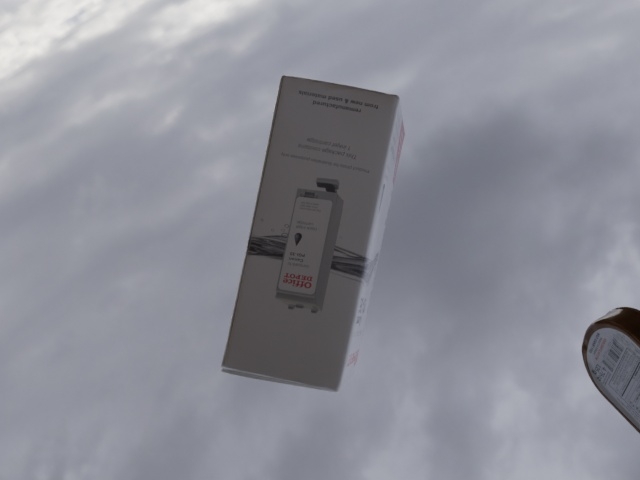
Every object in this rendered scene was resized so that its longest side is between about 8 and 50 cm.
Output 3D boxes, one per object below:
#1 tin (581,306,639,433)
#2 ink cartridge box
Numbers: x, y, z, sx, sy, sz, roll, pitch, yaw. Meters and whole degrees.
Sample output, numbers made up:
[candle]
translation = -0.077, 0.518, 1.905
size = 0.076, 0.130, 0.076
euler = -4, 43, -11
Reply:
[tin]
translation = 0.328, 0.147, 0.967
size = 0.040, 0.106, 0.189
euler = -26, -126, -23
[ink cartridge box]
translation = 0.000, 0.000, 1.010
size = 0.117, 0.207, 0.283
euler = 11, -92, 6
